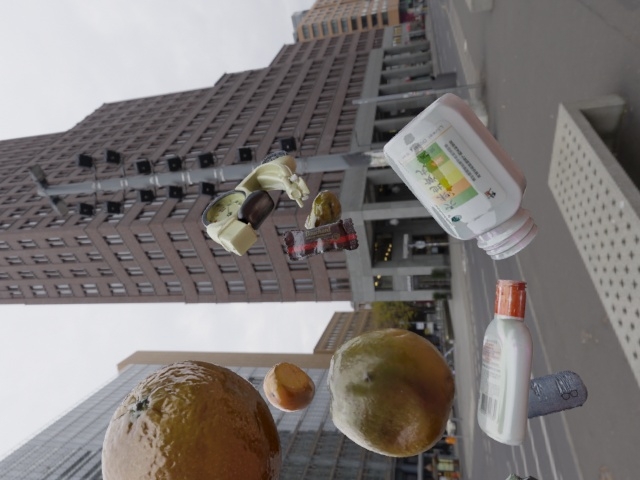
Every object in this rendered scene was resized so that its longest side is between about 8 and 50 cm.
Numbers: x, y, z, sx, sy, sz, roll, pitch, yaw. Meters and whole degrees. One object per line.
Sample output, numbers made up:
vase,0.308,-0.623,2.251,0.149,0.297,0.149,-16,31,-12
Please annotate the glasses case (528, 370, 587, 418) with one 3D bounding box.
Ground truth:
glasses case,0.689,0.493,1.330,0.067,0.283,0.109,53,-159,-69

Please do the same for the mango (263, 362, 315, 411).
mango,-0.093,0.461,1.316,0.217,0.102,0.141,27,-150,-48

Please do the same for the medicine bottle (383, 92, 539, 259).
medicine bottle,0.289,-0.115,0.840,0.324,0.179,0.124,48,-138,-7

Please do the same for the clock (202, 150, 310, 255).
clock,-0.184,-0.130,1.299,0.379,0.276,0.120,-47,-49,-16

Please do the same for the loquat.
loquat,0.155,0.335,0.958,0.276,0.284,0.275,-175,90,-88

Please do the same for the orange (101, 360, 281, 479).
orange,-0.186,0.309,0.627,0.264,0.264,0.264,-3,-90,-76

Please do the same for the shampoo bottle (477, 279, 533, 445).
shampoo bottle,0.268,0.168,0.608,0.108,0.051,0.220,72,-154,-82

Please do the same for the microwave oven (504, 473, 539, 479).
microwave oven,0.557,0.736,0.874,0.247,0.394,0.333,-55,16,13

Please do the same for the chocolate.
chocolate,0.000,0.000,1.028,0.028,0.183,0.086,-44,-56,-71

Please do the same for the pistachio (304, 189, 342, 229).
pistachio,0.012,-0.078,1.381,0.189,0.110,0.100,118,156,-46
